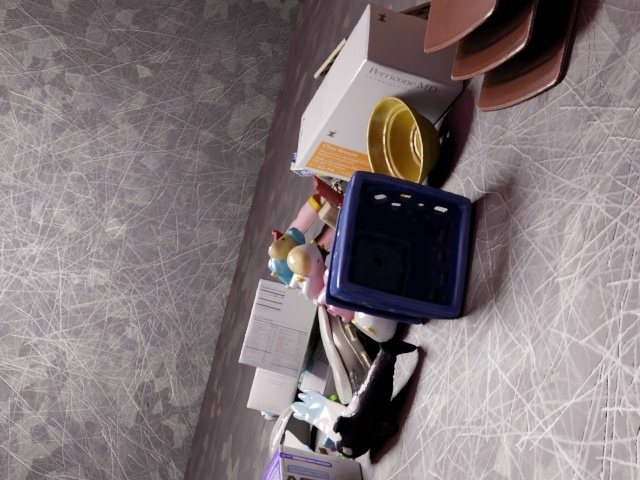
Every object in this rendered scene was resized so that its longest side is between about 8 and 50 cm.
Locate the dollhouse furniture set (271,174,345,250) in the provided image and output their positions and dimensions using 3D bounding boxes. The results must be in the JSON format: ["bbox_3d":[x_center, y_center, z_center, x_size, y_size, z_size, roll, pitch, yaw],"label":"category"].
[{"bbox_3d":[0.000,0.000,2.124,0.201,0.152,0.374,-53,14,12],"label":"dollhouse furniture set"}]

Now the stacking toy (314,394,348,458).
[{"bbox_3d":[0.015,0.480,1.951,0.221,0.052,0.167,-62,27,18],"label":"stacking toy"}]

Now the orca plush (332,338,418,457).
[{"bbox_3d":[0.123,0.332,1.706,0.151,0.102,0.287,5,-63,-60],"label":"orca plush"}]

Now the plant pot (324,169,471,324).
[{"bbox_3d":[0.132,0.029,1.634,0.212,0.236,0.235,129,152,-70],"label":"plant pot"}]

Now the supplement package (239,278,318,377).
[{"bbox_3d":[-0.088,0.208,2.093,0.194,0.149,0.203,32,-107,-85],"label":"supplement package"}]

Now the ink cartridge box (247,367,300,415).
[{"bbox_3d":[-0.091,0.275,2.317,0.207,0.119,0.353,81,-156,-87],"label":"ink cartridge box"}]

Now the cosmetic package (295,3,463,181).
[{"bbox_3d":[0.124,-0.310,1.985,0.453,0.230,0.161,128,153,-57],"label":"cosmetic package"}]

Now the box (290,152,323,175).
[{"bbox_3d":[0.001,-0.219,2.491,0.169,0.059,0.054,3,74,33],"label":"box"}]

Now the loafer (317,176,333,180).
[{"bbox_3d":[0.027,-0.297,2.582,0.087,0.094,0.251,126,155,-63],"label":"loafer"}]

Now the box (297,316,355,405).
[{"bbox_3d":[0.032,0.232,2.119,0.232,0.059,0.321,-178,104,-75],"label":"box"}]

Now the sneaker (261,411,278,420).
[{"bbox_3d":[-0.134,0.431,2.537,0.083,0.071,0.190,-57,31,33],"label":"sneaker"}]

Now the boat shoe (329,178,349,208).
[{"bbox_3d":[0.058,-0.131,2.352,0.219,0.070,0.077,142,140,-66],"label":"boat shoe"}]

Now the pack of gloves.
[{"bbox_3d":[-0.036,0.441,1.961,0.232,0.046,0.195,9,78,63],"label":"pack of gloves"}]

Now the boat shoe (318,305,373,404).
[{"bbox_3d":[0.058,0.234,1.903,0.305,0.091,0.109,-109,9,-54],"label":"boat shoe"}]

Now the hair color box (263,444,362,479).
[{"bbox_3d":[-0.004,0.565,1.676,0.338,0.185,0.110,-99,30,-56],"label":"hair color box"}]

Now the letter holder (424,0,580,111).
[{"bbox_3d":[0.304,-0.357,1.531,0.302,0.152,0.214,176,107,-74],"label":"letter holder"}]

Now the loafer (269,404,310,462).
[{"bbox_3d":[-0.069,0.557,2.100,0.111,0.112,0.319,-24,54,56],"label":"loafer"}]

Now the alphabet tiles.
[{"bbox_3d":[0.140,-0.477,2.078,0.011,0.285,0.342,65,159,3],"label":"alphabet tiles"}]

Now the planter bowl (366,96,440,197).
[{"bbox_3d":[0.191,-0.200,1.838,0.217,0.090,0.217,32,127,56],"label":"planter bowl"}]

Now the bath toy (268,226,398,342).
[{"bbox_3d":[0.040,0.090,1.871,0.348,0.151,0.129,29,78,36],"label":"bath toy"}]
